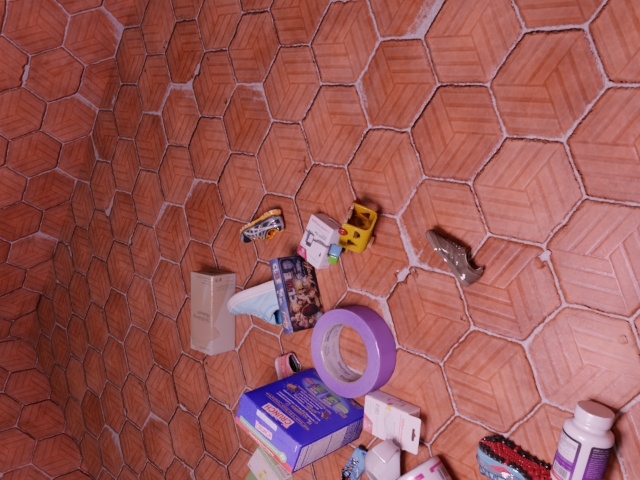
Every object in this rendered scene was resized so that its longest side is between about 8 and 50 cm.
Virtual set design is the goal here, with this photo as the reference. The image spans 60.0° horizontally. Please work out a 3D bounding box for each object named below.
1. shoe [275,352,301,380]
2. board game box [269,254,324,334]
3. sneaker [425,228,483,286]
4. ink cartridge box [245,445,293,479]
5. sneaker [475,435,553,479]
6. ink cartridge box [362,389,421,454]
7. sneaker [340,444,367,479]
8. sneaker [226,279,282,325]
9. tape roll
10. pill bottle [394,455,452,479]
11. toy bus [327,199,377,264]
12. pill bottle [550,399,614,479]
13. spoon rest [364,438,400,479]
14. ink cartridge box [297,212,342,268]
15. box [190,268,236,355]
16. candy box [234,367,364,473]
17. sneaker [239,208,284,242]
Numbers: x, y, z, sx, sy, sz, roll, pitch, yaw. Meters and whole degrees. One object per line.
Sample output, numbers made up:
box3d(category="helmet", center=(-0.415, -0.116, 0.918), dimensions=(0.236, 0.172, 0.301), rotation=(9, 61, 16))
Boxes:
box3d(category="shoe", center=(-0.104, 0.484, 1.936), dimensions=(0.081, 0.063, 0.178), rotation=(-32, 68, 44))
box3d(category="board game box", center=(-0.073, 0.172, 1.816), dimensions=(0.042, 0.165, 0.243), rotation=(-18, 82, 42))
box3d(category="sneaker", center=(0.362, 0.033, 1.489), dimensions=(0.071, 0.066, 0.188), rotation=(-41, 71, 18))
box3d(category="ink cartridge box", center=(-0.210, 0.896, 2.075), dimensions=(0.171, 0.056, 0.235), rotation=(45, 119, 30))
box3d(category="sneaker", center=(0.510, 0.605, 1.384), dimensions=(0.262, 0.104, 0.125), rotation=(32, 131, 41))
box3d(category="ink cartridge box", center=(0.225, 0.536, 1.640), dimensions=(0.198, 0.067, 0.115), rotation=(13, 103, 42))
box3d(category="sneaker", center=(0.105, 0.727, 1.759), dimensions=(0.063, 0.073, 0.162), rotation=(30, 113, 37))
box3d(category="sneaker", center=(-0.200, 0.237, 1.958), dimensions=(0.366, 0.135, 0.150), rotation=(-25, 73, 42))
box3d(category="tape roll", center=(0.098, 0.343, 1.725), dimensions=(0.275, 0.090, 0.275), rotation=(5, 98, 42))
box3d(category="pill bottle", center=(0.327, 0.752, 1.501), dimensions=(0.160, 0.160, 0.283), rotation=(-48, 62, 34))
box3d(category="toy bus", center=(0.110, -0.015, 1.671), dimensions=(0.104, 0.202, 0.191), rotation=(21, 102, 8))
box3d(category="pill bottle", center=(0.602, 0.470, 1.262), dimensions=(0.108, 0.108, 0.193), rotation=(20, 107, 40))
box3d(category="spoon rest", center=(0.188, 0.655, 1.629), dimensions=(0.137, 0.084, 0.276), rotation=(40, 152, 27))
box3d(category="ink cartridge box", center=(0.000, 0.000, 1.803), dimensions=(0.109, 0.063, 0.150), rotation=(37, 117, 34))
box3d(category="box", center=(-0.421, 0.276, 2.170), dimensions=(0.148, 0.121, 0.311), rotation=(5, 97, 41))
box3d(category="candy box", center=(-0.056, 0.548, 1.727), dimensions=(0.268, 0.317, 0.122), rotation=(30, 113, 37))
box3d(category="sneaker", center=(-0.211, -0.034, 1.983), dimensions=(0.215, 0.084, 0.083), rotation=(-31, 78, 38))
